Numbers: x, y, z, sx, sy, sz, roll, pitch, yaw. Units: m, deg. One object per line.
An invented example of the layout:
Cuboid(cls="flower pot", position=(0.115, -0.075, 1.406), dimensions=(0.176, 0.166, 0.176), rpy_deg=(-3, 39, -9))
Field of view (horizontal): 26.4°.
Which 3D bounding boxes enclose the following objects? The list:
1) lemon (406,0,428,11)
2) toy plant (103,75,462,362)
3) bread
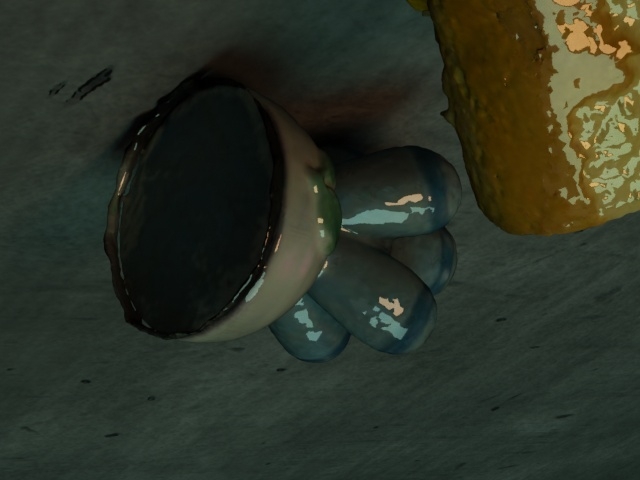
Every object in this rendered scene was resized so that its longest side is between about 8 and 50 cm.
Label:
Cuboid(cls="lemon", position=(0.125, -0.222, 1.033), dimensions=(0.155, 0.114, 0.114), rpy_deg=(-23, 154, 4))
Cuboid(cls="toy plant", position=(0.000, 0.000, 1.257), dimensions=(0.332, 0.247, 0.247), rpy_deg=(15, 141, -42))
Cuboid(cls="bread", position=(0.173, -0.195, 0.896), dimensions=(0.236, 0.165, 0.375), rpy_deg=(-19, 124, 0))
